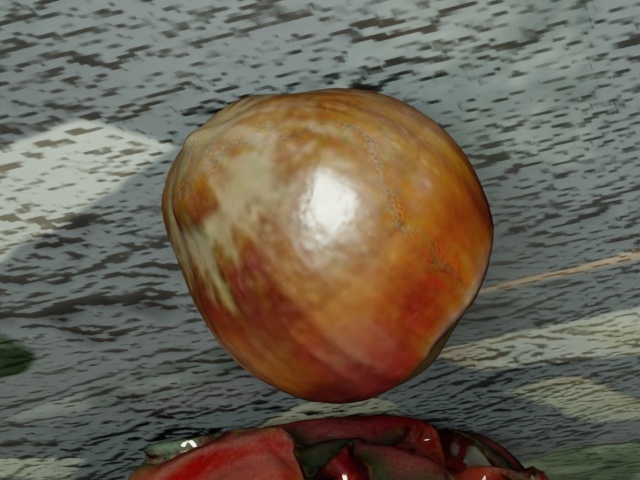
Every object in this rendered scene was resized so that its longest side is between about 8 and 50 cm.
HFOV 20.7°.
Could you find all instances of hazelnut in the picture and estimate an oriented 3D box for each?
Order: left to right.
[{"bbox_3d":[0.000,0.000,0.428,0.086,0.086,0.086,-6,158,-2],"label":"hazelnut"}]

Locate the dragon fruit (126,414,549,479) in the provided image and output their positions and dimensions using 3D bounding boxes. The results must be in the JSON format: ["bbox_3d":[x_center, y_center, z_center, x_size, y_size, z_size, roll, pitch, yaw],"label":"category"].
[{"bbox_3d":[0.005,0.164,0.712,0.234,0.233,0.293,-8,-171,4],"label":"dragon fruit"}]
